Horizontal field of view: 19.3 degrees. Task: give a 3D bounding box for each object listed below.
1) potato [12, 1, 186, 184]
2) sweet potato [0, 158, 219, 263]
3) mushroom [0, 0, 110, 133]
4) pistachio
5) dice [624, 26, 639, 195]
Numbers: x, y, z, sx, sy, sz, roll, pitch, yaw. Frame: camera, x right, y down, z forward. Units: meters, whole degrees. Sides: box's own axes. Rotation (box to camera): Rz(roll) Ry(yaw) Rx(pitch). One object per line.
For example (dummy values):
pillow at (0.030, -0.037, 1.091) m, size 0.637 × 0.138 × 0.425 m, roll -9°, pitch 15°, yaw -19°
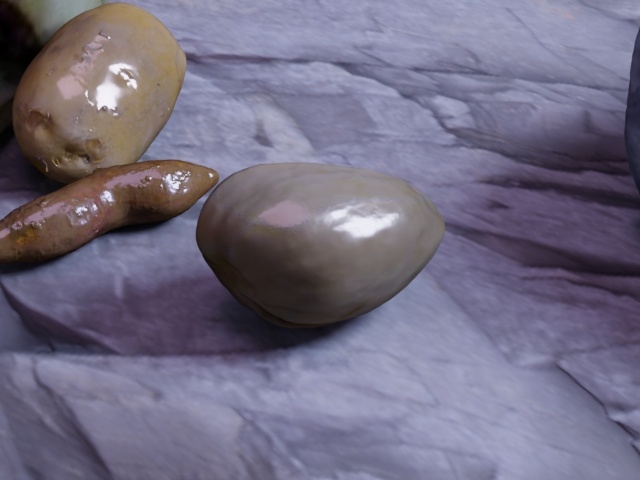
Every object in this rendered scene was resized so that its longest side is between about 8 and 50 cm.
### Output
potato at (-0.181, -0.119, 1.531) m, size 0.109 × 0.118 × 0.178 m, roll 5°, pitch 42°, yaw 28°
sweet potato at (-0.179, -0.024, 1.453) m, size 0.218 × 0.051 × 0.065 m, roll -20°, pitch 28°, yaw -25°
mushroom at (-0.336, -0.181, 1.555) m, size 0.217 × 0.212 × 0.292 m, roll 17°, pitch 47°, yaw 16°
pistachio at (0.000, 0.000, 1.363) m, size 0.185 × 0.124 × 0.124 m, roll -11°, pitch 37°, yaw -27°
dice at (0.408, -0.104, 1.393) m, size 0.270 × 0.270 × 0.271 m, roll -25°, pitch 43°, yaw -32°
